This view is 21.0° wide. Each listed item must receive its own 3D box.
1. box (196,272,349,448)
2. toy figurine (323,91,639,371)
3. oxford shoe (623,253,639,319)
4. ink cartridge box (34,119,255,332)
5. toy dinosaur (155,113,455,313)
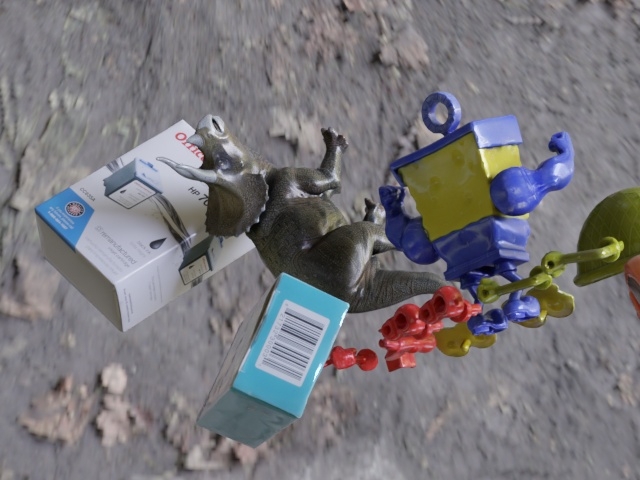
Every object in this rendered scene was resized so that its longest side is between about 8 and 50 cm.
[{"bbox_3d":[-0.043,0.104,1.405,0.060,0.244,0.100,25,75,-4],"label":"box"},{"bbox_3d":[0.131,-0.036,1.465,0.362,0.191,0.217,-28,71,44],"label":"toy figurine"},{"bbox_3d":[0.310,0.086,1.050,0.133,0.130,0.363,-41,131,13],"label":"oxford shoe"},{"bbox_3d":[-0.168,-0.017,1.729,0.190,0.139,0.082,-35,146,-25],"label":"ink cartridge box"},{"bbox_3d":[0.000,0.000,1.638,0.313,0.121,0.160,46,65,4],"label":"toy dinosaur"}]
